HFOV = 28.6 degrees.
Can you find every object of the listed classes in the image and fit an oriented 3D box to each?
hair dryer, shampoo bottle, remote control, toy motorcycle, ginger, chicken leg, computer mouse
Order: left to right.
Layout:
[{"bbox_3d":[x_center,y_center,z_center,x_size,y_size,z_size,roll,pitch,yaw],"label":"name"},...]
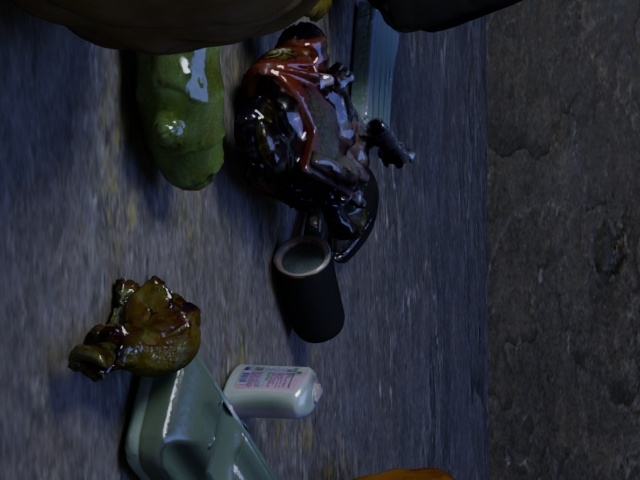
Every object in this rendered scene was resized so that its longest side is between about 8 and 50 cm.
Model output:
[{"bbox_3d":[-0.153,0.075,1.012,0.093,0.070,0.178,54,20,2],"label":"chicken leg"},{"bbox_3d":[-0.117,-0.191,1.098,0.137,0.089,0.290,121,-33,-84],"label":"ginger"},{"bbox_3d":[-0.098,0.222,1.205,0.335,0.065,0.128,68,29,-54],"label":"remote control"},{"bbox_3d":[-0.047,0.159,1.323,0.072,0.099,0.043,-60,147,-62],"label":"shampoo bottle"},{"bbox_3d":[0.000,0.000,1.577,0.255,0.069,0.128,-80,163,-47],"label":"hair dryer"},{"bbox_3d":[0.009,-0.109,1.432,0.401,0.134,0.207,38,49,-57],"label":"toy motorcycle"},{"bbox_3d":[0.049,-0.043,1.746,0.099,0.057,0.172,73,26,-52],"label":"computer mouse"}]

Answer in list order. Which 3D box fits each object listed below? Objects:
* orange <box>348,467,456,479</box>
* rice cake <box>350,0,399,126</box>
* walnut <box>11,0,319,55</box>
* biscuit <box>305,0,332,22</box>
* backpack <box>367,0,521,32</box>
[{"bbox_3d":[0.094,0.422,1.701,0.249,0.183,0.249,5,84,-56],"label":"orange"},{"bbox_3d":[0.083,-0.247,1.905,0.189,0.037,0.198,26,65,-73],"label":"rice cake"},{"bbox_3d":[-0.098,-0.256,0.828,0.296,0.285,0.285,-64,151,-48],"label":"walnut"},{"bbox_3d":[-0.028,-0.362,1.369,0.187,0.036,0.274,19,56,-77],"label":"biscuit"},{"bbox_3d":[0.153,-0.496,1.590,0.446,0.363,0.255,63,20,-14],"label":"backpack"}]
